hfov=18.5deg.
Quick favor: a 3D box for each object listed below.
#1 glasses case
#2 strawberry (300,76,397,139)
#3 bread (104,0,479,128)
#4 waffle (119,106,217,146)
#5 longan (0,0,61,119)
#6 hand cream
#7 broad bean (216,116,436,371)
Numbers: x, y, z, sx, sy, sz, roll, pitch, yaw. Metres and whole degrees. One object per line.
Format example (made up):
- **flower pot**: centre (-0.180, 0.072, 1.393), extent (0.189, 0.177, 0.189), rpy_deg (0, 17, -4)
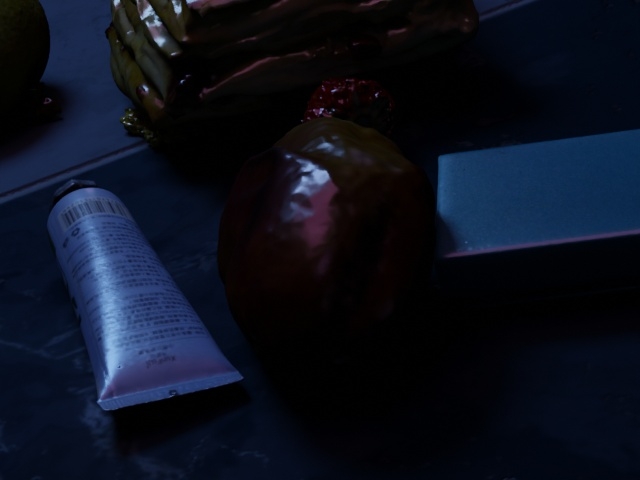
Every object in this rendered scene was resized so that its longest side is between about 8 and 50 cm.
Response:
- **glasses case**: centre (0.224, -0.017, 1.238), extent (0.301, 0.070, 0.117), rpy_deg (-6, 37, 11)
- **strawberry**: centre (0.015, -0.087, 1.452), extent (0.073, 0.073, 0.083), rpy_deg (-25, 16, -19)
- **bread**: centre (-0.047, -0.218, 1.573), extent (0.277, 0.167, 0.324), rpy_deg (-17, 21, -6)
- **waffle**: centre (-0.118, -0.097, 1.576), extent (0.078, 0.016, 0.085), rpy_deg (-19, 30, -9)
- **longan**: centre (-0.290, -0.155, 1.646), extent (0.155, 0.176, 0.145), rpy_deg (-58, 5, -25)
- **hand cream**: centre (-0.133, 0.036, 1.311), extent (0.091, 0.058, 0.271), rpy_deg (-10, 30, -17)
- **broad bean**: centre (0.002, 0.003, 1.233), extent (0.122, 0.156, 0.228), rpy_deg (22, 12, -11)
